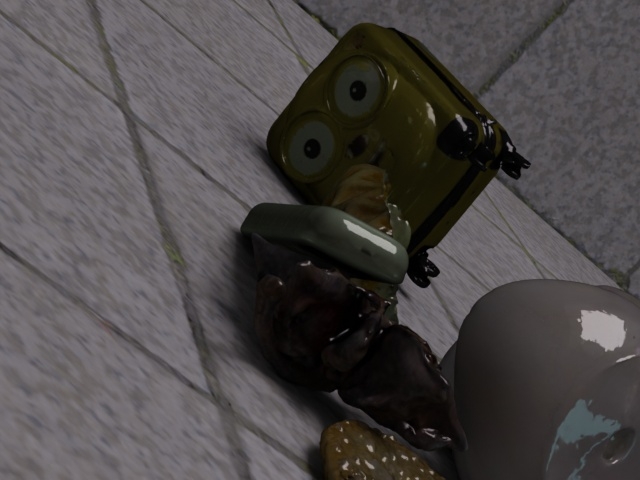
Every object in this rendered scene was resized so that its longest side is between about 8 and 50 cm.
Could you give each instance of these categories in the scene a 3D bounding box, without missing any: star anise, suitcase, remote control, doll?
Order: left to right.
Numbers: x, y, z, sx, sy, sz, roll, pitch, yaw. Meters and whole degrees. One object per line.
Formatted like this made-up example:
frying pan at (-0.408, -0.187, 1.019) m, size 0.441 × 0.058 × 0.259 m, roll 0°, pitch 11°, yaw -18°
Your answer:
remote control at (0.001, 0.001, 1.476) m, size 0.090 × 0.038 × 0.309 m, roll 28°, pitch -4°, yaw -12°
star anise at (0.015, 0.072, 1.361) m, size 0.231 × 0.089 × 0.209 m, roll 31°, pitch 2°, yaw -31°
suitcase at (0.067, -0.095, 1.931) m, size 0.143 × 0.194 × 0.235 m, roll 10°, pitch 34°, yaw -55°
doll at (0.171, 0.124, 1.518) m, size 0.221 × 0.221 × 0.251 m, roll 55°, pitch -1°, yaw 45°

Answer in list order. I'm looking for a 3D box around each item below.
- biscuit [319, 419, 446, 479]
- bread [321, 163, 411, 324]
biscuit at (0.078, 0.202, 1.264) m, size 0.220 × 0.033 × 0.220 m, roll 42°, pitch 13°, yaw -12°
bread at (0.038, 0.012, 1.700) m, size 0.232 × 0.088 × 0.128 m, roll -88°, pitch 167°, yaw -71°
